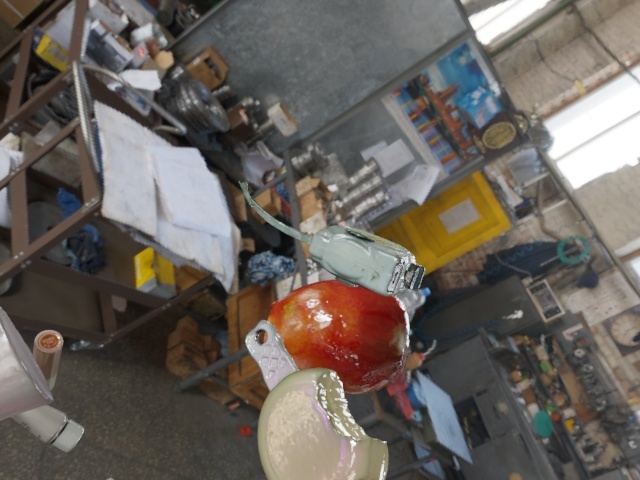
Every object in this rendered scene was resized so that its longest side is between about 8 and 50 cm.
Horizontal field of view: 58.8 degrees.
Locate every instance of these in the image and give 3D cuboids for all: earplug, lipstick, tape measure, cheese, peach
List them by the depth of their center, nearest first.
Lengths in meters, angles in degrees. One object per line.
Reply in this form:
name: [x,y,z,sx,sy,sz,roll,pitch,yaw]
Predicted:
cheese: [-0.028,0.222,0.758,0.082,0.163,0.286,29,23,-54]
earplug: [-0.573,0.242,0.816,0.172,0.301,0.172,46,-26,31]
tape measure: [-0.001,0.001,0.874,0.330,0.084,0.164,24,2,32]
peach: [0.035,0.219,1.304,0.281,0.338,0.281,-179,-90,-89]
lipstick: [-0.756,0.337,1.560,0.070,0.254,0.070,16,46,-18]

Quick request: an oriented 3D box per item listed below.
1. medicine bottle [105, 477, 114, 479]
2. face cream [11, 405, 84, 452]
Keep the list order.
medicine bottle: [-0.390,0.507,1.085,0.091,0.058,0.058,38,15,12]
face cream: [-0.821,0.484,1.603,0.314,0.143,0.089,41,47,-15]
